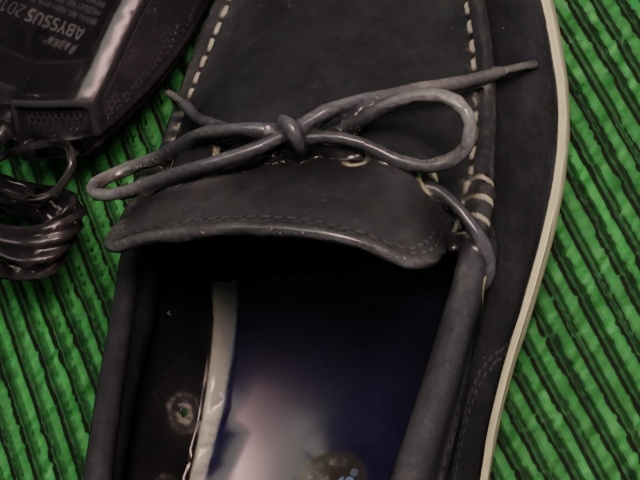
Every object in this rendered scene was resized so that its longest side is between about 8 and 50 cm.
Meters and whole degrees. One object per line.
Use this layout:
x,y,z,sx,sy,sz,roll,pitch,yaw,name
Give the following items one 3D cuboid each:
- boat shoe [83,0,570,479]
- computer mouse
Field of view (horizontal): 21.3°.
0.000,0.000,0.739,0.187,0.156,0.500,0,66,20,boat shoe
-0.126,-0.119,0.883,0.188,0.072,0.272,29,87,33,computer mouse
